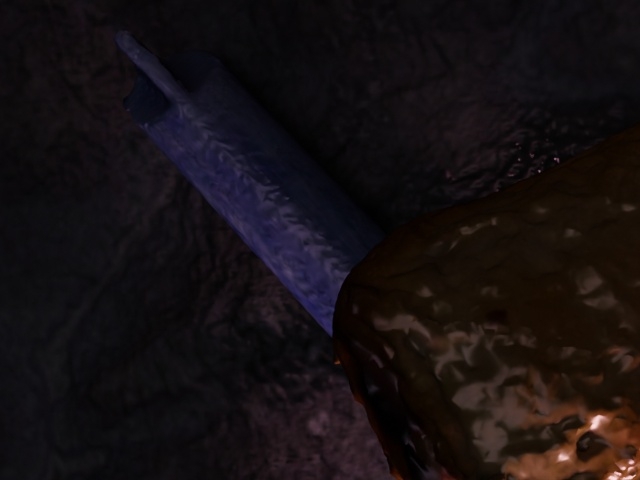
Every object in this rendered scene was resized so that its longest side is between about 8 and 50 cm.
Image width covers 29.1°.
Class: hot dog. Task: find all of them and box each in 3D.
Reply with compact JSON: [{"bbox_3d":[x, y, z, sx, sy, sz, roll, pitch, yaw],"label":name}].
[{"bbox_3d":[0.138,0.036,0.546,0.259,0.114,0.175,-24,69,-8],"label":"hot dog"}]

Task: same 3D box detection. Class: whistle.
[{"bbox_3d":[0.000,0.000,0.638,0.304,0.062,0.062,46,107,15],"label":"whistle"}]
